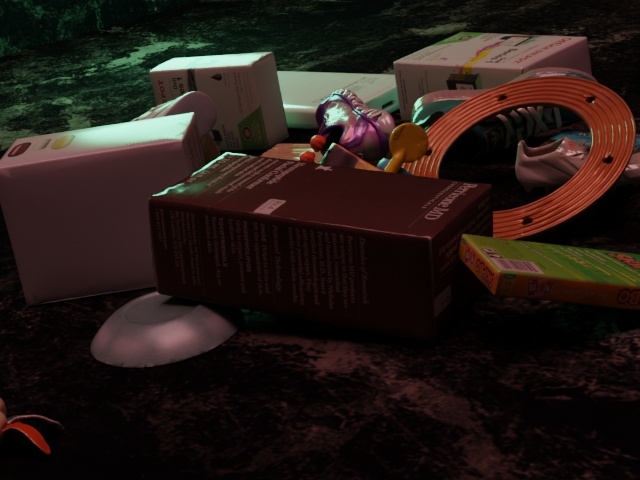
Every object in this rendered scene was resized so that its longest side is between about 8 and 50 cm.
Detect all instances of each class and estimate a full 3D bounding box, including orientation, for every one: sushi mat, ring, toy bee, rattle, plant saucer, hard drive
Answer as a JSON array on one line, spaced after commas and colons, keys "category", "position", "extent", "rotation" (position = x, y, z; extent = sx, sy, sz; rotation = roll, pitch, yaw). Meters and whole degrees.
[{"category": "sushi mat", "position": [0.034, -0.134, 2.164], "extent": [0.316, 0.019, 0.151], "rotation": [1, 22, 28]}, {"category": "ring", "position": [0.270, -0.108, 1.820], "extent": [0.336, 0.032, 0.336], "rotation": [-16, 40, 14]}, {"category": "toy bee", "position": [0.050, -0.067, 1.775], "extent": [0.298, 0.162, 0.195], "rotation": [1, 66, 48]}, {"category": "rattle", "position": [-0.383, 0.161, 1.420], "extent": [0.199, 0.143, 0.130], "rotation": [-4, 2, 34]}, {"category": "plant saucer", "position": [-0.193, 0.097, 1.633], "extent": [0.195, 0.037, 0.195], "rotation": [-9, 20, 3]}, {"category": "hard drive", "position": [-0.013, -0.267, 2.498], "extent": [0.353, 0.047, 0.233], "rotation": [8, 27, 39]}]

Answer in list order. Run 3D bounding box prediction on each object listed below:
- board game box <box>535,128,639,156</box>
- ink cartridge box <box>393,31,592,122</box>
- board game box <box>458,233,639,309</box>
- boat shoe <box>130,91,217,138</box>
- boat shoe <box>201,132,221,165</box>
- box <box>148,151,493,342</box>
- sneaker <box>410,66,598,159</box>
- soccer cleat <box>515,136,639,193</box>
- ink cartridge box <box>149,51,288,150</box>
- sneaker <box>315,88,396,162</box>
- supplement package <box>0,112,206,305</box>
[{"category": "board game box", "position": [0.417, -0.132, 1.961], "extent": [0.186, 0.026, 0.126], "rotation": [6, 25, 37]}, {"category": "ink cartridge box", "position": [0.299, -0.276, 2.269], "extent": [0.278, 0.117, 0.201], "rotation": [11, 29, 43]}, {"category": "board game box", "position": [0.293, 0.038, 1.460], "extent": [0.259, 0.039, 0.124], "rotation": [4, 18, -14]}, {"category": "boat shoe", "position": [-0.267, -0.132, 1.973], "extent": [0.258, 0.095, 0.084], "rotation": [-35, 17, -28]}, {"category": "boat shoe", "position": [-0.212, -0.083, 2.043], "extent": [0.103, 0.113, 0.302], "rotation": [-29, 20, 10]}, {"category": "box", "position": [0.000, 0.000, 1.600], "extent": [0.381, 0.143, 0.191], "rotation": [10, 25, 26]}, {"category": "sneaker", "position": [0.288, -0.183, 2.056], "extent": [0.302, 0.108, 0.121], "rotation": [-10, 36, 14]}, {"category": "soccer cleat", "position": [0.368, -0.109, 1.850], "extent": [0.196, 0.076, 0.068], "rotation": [-1, 22, 23]}, {"category": "ink cartridge box", "position": [-0.182, -0.245, 2.361], "extent": [0.219, 0.160, 0.092], "rotation": [0, 23, 28]}, {"category": "sneaker", "position": [0.035, -0.175, 2.121], "extent": [0.104, 0.095, 0.236], "rotation": [-25, 25, -16]}, {"category": "supplement package", "position": [-0.288, -0.045, 1.816], "extent": [0.262, 0.204, 0.145], "rotation": [-8, 21, 4]}]
